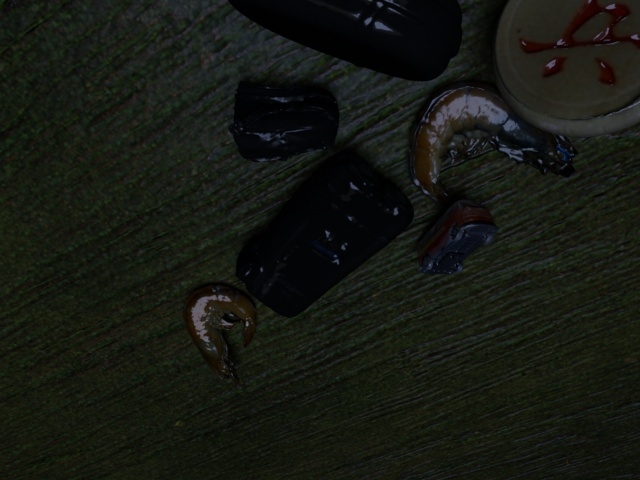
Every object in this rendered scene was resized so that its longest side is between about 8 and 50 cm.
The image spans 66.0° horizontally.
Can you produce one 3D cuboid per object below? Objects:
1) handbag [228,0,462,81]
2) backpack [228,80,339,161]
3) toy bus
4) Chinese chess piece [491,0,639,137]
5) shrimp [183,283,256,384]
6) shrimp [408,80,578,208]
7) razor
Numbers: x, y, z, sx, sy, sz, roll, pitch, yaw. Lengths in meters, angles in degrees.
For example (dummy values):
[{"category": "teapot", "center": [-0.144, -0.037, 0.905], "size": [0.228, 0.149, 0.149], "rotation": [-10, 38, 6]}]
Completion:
[{"category": "handbag", "center": [0.026, -0.287, 0.617], "size": [0.308, 0.254, 0.093], "rotation": [22, 101, 4]}, {"category": "backpack", "center": [-0.054, -0.182, 0.774], "size": [0.165, 0.120, 0.106], "rotation": [2, 144, -3]}, {"category": "toy bus", "center": [0.239, -0.005, 0.882], "size": [0.079, 0.077, 0.174], "rotation": [6, 146, -17]}, {"category": "Chinese chess piece", "center": [0.358, -0.263, 0.656], "size": [0.250, 0.250, 0.103], "rotation": [-45, 157, 24]}, {"category": "shrimp", "center": [-0.204, 0.200, 1.047], "size": [0.150, 0.068, 0.249], "rotation": [-7, 118, -3]}, {"category": "shrimp", "center": [0.284, -0.135, 0.840], "size": [0.290, 0.054, 0.222], "rotation": [20, 119, -10]}, {"category": "razor", "center": [-0.001, -0.001, 0.890], "size": [0.189, 0.107, 0.327], "rotation": [37, 116, -22]}]
